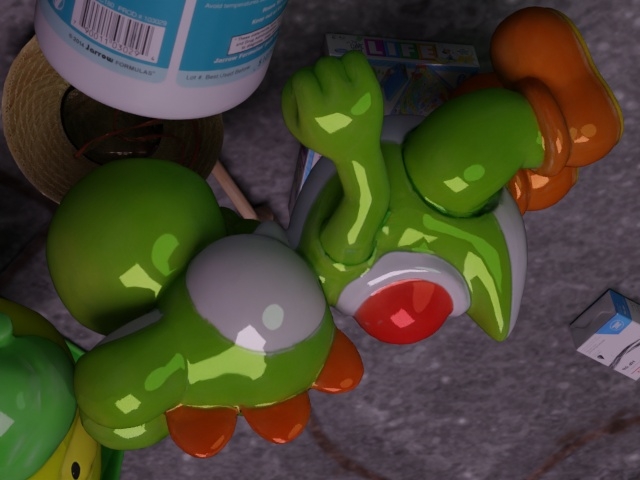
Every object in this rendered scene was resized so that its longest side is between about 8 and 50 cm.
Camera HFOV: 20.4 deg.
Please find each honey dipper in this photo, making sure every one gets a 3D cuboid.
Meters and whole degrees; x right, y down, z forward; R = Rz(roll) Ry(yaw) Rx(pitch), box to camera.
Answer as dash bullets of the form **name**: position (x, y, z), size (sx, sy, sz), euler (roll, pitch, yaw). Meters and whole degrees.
- **honey dipper**: position (-0.067, -0.042, 1.232), size (0.030, 0.030, 0.161), euler (-24, 129, 13)

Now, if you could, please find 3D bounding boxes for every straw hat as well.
- **straw hat**: position (-0.138, -0.076, 1.165), size (0.144, 0.145, 0.061), euler (2, 174, -10)

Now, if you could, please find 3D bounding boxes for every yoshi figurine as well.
- **yoshi figurine**: position (-0.014, -0.024, 1.068), size (0.362, 0.203, 0.204), euler (-32, 121, -20)

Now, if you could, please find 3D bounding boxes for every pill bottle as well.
- **pill bottle**: position (-0.071, -0.209, 1.001), size (0.146, 0.146, 0.264), euler (8, 131, -15)

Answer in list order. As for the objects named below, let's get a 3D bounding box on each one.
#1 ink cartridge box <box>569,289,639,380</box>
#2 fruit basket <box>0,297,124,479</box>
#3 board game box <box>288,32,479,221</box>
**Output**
- **ink cartridge box**: position (0.242, 0.077, 1.385), size (0.083, 0.028, 0.048), euler (26, 124, -28)
- **fruit basket**: position (-0.234, 0.175, 1.176), size (0.392, 0.392, 0.283), euler (-36, 127, 23)
- **board game box**: position (0.041, -0.069, 1.224), size (0.103, 0.026, 0.154), euler (4, 131, -12)
